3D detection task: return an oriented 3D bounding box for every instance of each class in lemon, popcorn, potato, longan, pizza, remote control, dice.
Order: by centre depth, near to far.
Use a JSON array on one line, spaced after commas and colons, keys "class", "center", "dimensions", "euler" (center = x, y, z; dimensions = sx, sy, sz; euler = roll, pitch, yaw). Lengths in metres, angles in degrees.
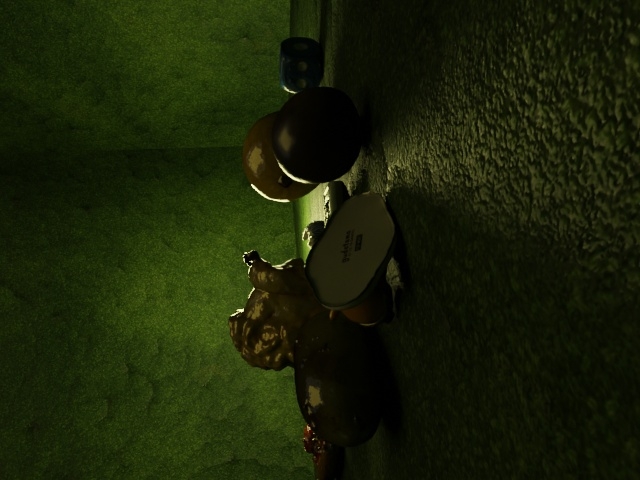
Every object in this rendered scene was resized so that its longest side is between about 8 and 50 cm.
[{"class": "potato", "center": [0.033, 0.271, 0.894], "dimensions": [0.307, 0.173, 0.210], "euler": [-103, 13, -70]}, {"class": "longan", "center": [-0.008, -0.213, 0.948], "dimensions": [0.220, 0.196, 0.197], "euler": [102, 164, -76]}, {"class": "remote control", "center": [0.050, 0.026, 1.108], "dimensions": [0.128, 0.065, 0.335], "euler": [117, 149, -82]}, {"class": "popcorn", "center": [-0.106, 0.184, 1.258], "dimensions": [0.382, 0.349, 0.349], "euler": [61, -178, -17]}, {"class": "lemon", "center": [-0.109, -0.270, 1.438], "dimensions": [0.297, 0.297, 0.297], "euler": [177, 90, -84]}, {"class": "dice", "center": [-0.069, -0.596, 1.539], "dimensions": [0.146, 0.143, 0.146], "euler": [99, 168, -46]}, {"class": "pizza", "center": [-0.010, 0.688, 1.703], "dimensions": [0.440, 0.130, 0.406], "euler": [95, 168, -51]}]

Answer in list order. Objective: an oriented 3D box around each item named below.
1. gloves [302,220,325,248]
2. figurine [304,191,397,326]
[{"class": "gloves", "center": [0.005, -0.002, 1.398], "dimensions": [0.119, 0.097, 0.229], "euler": [38, -167, -31]}, {"class": "figurine", "center": [0.083, 0.047, 0.776], "dimensions": [0.141, 0.166, 0.250], "euler": [49, -134, -33]}]
